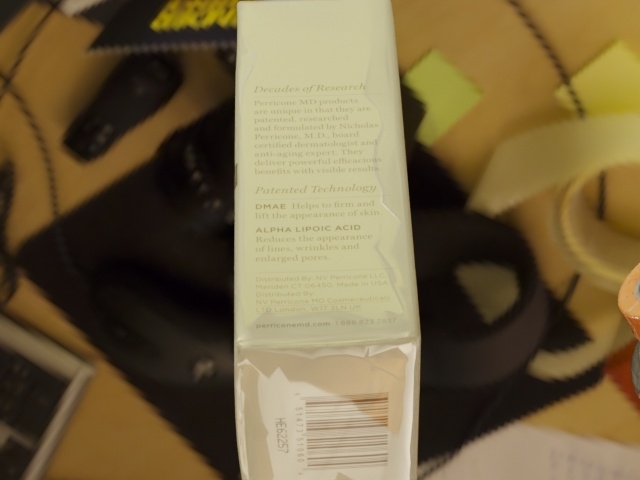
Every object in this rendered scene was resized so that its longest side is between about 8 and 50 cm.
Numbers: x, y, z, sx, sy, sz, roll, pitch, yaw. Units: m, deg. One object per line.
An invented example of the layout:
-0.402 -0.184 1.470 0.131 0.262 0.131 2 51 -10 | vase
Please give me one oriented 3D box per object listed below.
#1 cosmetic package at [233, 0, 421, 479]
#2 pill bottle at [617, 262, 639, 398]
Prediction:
0.000 0.000 0.945 0.085 0.231 0.117 -2 135 -2 | cosmetic package
0.300 0.112 1.382 0.130 0.130 0.246 -19 117 34 | pill bottle
